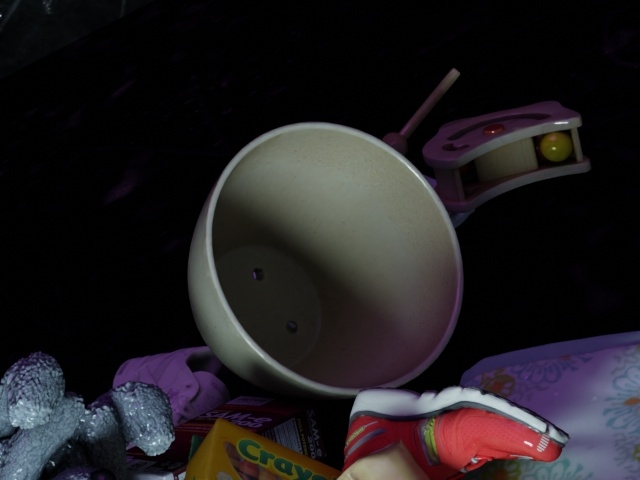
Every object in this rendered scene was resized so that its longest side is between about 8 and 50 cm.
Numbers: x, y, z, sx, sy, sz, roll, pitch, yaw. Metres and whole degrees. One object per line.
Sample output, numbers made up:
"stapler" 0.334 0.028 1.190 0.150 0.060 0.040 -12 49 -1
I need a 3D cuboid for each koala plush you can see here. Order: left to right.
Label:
"koala plush" -0.250 0.268 1.647 0.203 0.196 0.221 -52 41 25

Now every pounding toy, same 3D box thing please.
"pounding toy" 0.209 -0.138 2.148 0.270 0.154 0.154 -12 21 8

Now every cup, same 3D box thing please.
"cup" -0.028 0.052 1.970 0.331 0.331 0.237 -47 6 -32

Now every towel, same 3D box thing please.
"towel" 0.292 0.214 1.611 0.374 0.090 0.320 -14 30 23

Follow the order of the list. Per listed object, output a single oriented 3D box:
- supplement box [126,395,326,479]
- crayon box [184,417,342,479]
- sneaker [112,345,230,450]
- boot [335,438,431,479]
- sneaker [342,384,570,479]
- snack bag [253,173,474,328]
"supplement box" -0.123 0.248 1.835 0.130 0.073 0.239 -1 14 43
"crayon box" -0.042 0.307 1.619 0.083 0.203 0.323 -58 14 29
"sneaker" -0.194 0.224 1.983 0.152 0.114 0.305 -19 29 17
"boot" 0.135 0.278 1.489 0.236 0.089 0.269 -45 53 4
"sneaker" 0.129 0.214 1.605 0.279 0.107 0.118 -9 57 50
"snack bag" 0.000 0.000 2.271 0.342 0.037 0.323 -35 30 -14
